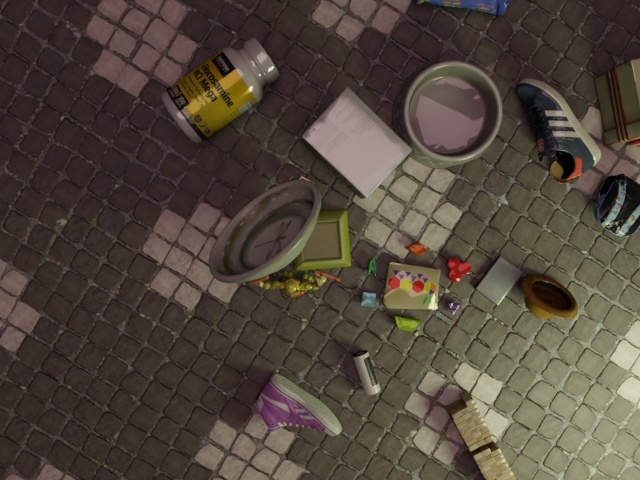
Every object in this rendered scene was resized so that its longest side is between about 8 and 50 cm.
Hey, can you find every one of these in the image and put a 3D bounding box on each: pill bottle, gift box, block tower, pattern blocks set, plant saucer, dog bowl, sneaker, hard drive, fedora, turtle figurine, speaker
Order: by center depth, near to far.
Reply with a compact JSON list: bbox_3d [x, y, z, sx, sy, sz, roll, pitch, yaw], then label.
[{"bbox_3d":[-0.147,-0.008,1.750,0.400,0.400,0.101,-38,120,1],"label":"plant saucer"},{"bbox_3d":[1.026,-0.418,1.784,0.276,0.255,0.258,-11,92,3],"label":"gift box"},{"bbox_3d":[-0.296,-0.458,1.790,0.333,0.188,0.188,-36,93,1],"label":"pill bottle"},{"bbox_3d":[-0.070,0.137,1.811,0.269,0.217,0.087,-5,89,3],"label":"turtle figurine"},{"bbox_3d":[0.706,-0.338,1.834,0.148,0.131,0.350,-40,89,-5],"label":"sneaker"},{"bbox_3d":[0.403,-0.397,1.849,0.348,0.102,0.349,0,93,-1],"label":"dog bowl"},{"bbox_3d":[0.717,0.195,1.884,0.194,0.194,0.079,20,130,-2],"label":"fedora"},{"bbox_3d":[0.000,0.000,1.894,0.188,0.045,0.188,-5,94,0],"label":"plant saucer"},{"bbox_3d":[-0.077,0.570,1.907,0.282,0.102,0.161,34,96,8],"label":"sneaker"},{"bbox_3d":[0.779,-0.225,1.908,0.083,0.015,0.084,0,93,-1],"label":"plant saucer"},{"bbox_3d":[0.300,0.150,1.917,0.324,0.026,0.286,17,93,-2],"label":"pattern blocks set"},{"bbox_3d":[0.149,0.429,1.918,0.055,0.055,0.136,-18,93,0],"label":"speaker"},{"bbox_3d":[0.521,0.664,1.920,0.097,0.091,0.336,-27,93,0],"label":"block tower"},{"bbox_3d":[0.578,0.129,1.923,0.094,0.022,0.135,36,92,-3],"label":"hard drive"}]

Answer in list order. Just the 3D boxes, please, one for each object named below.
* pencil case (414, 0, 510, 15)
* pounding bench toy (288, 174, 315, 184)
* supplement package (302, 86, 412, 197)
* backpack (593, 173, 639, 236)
[{"bbox_3d":[0.441,-0.768,1.813,0.305,0.133,0.120,8,118,-1],"label":"pencil case"},{"bbox_3d":[-0.065,-0.177,1.872,0.083,0.065,0.052,31,93,-2],"label":"pounding bench toy"},{"bbox_3d":[0.104,-0.286,1.801,0.262,0.198,0.199,44,91,-3],"label":"supplement package"},{"bbox_3d":[0.942,-0.104,1.867,0.158,0.117,0.173,28,92,-3],"label":"backpack"}]
